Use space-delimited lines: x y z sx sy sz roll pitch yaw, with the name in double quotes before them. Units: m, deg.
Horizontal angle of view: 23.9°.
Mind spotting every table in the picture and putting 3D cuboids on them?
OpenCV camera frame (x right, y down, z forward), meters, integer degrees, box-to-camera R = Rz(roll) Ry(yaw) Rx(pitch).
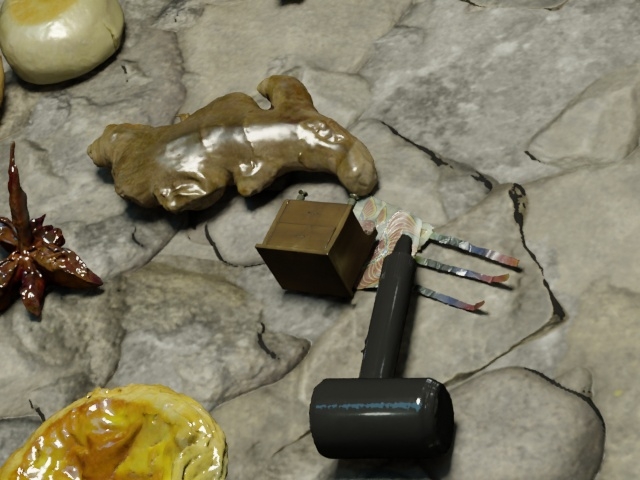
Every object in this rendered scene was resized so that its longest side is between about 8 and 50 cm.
"table" 0.000 0.000 1.471 0.083 0.070 0.082 5 54 32

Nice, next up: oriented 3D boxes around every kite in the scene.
"kite" 0.083 0.021 1.472 0.229 0.016 0.127 18 62 37

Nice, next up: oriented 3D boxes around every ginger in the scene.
"ginger" -0.104 -0.103 1.612 0.333 0.080 0.166 -10 58 18

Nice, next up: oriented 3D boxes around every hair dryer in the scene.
"hair dryer" 0.074 0.092 1.376 0.114 0.070 0.248 -3 46 21

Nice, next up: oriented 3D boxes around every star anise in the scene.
"star anise" -0.317 -0.002 1.571 0.158 0.144 0.140 -12 55 11

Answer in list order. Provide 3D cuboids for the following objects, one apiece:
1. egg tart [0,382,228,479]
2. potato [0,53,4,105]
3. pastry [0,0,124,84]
"egg tart" -0.180 0.237 1.320 0.241 0.106 0.241 -13 47 15
"potato" -0.442 -0.167 1.790 0.109 0.118 0.178 -28 43 57
"pastry" -0.317 -0.262 1.837 0.156 0.092 0.156 -8 53 10
